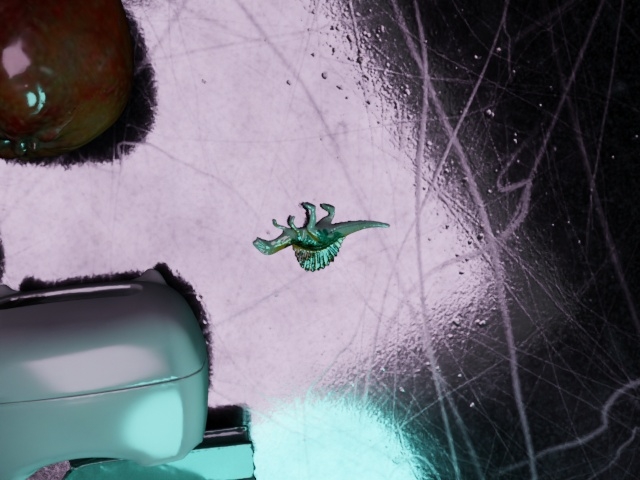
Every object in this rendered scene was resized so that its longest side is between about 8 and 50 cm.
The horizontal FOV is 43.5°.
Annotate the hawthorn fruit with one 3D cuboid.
[{"bbox_3d":[-0.393,-0.256,1.021,0.308,0.308,0.324,-22,85,-4],"label":"hawthorn fruit"}]

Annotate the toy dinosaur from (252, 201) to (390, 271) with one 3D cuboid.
[{"bbox_3d":[0.000,-0.001,1.199,0.188,0.044,0.106,14,105,-19],"label":"toy dinosaur"}]

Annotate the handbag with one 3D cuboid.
[{"bbox_3d":[-0.222,0.406,1.154,0.274,0.100,0.268,-7,102,-10],"label":"handbag"}]

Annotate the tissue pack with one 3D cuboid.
[{"bbox_3d":[-0.320,0.173,1.073,0.333,0.229,0.235,-6,99,-6],"label":"tissue pack"}]
